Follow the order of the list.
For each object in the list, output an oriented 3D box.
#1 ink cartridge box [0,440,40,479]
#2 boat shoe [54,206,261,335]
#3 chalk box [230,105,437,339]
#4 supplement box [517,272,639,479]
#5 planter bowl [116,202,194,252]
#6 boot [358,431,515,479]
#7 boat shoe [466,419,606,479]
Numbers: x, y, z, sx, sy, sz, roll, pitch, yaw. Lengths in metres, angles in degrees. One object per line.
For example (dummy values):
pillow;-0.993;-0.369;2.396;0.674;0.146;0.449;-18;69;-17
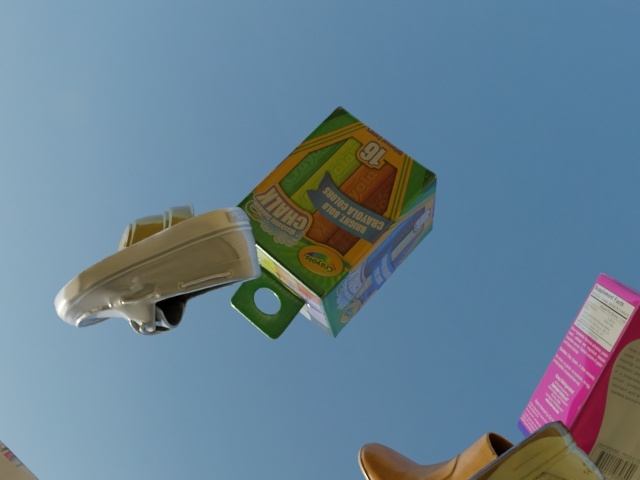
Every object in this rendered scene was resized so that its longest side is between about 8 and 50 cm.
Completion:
ink cartridge box;-0.273;0.228;0.503;0.232;0.168;0.171;33;-133;24
boat shoe;-0.121;0.037;0.561;0.184;0.066;0.063;-24;-100;19
chalk box;0.000;0.000;1.032;0.180;0.179;0.289;38;-105;20
supplement box;0.340;0.166;0.871;0.111;0.114;0.220;25;-79;-10
planter bowl;-0.282;0.030;1.225;0.090;0.217;0.217;17;-97;-21
boot;0.201;0.350;1.124;0.295;0.104;0.211;39;-55;27
boat shoe;0.123;0.276;0.661;0.285;0.104;0.089;-41;-109;9
